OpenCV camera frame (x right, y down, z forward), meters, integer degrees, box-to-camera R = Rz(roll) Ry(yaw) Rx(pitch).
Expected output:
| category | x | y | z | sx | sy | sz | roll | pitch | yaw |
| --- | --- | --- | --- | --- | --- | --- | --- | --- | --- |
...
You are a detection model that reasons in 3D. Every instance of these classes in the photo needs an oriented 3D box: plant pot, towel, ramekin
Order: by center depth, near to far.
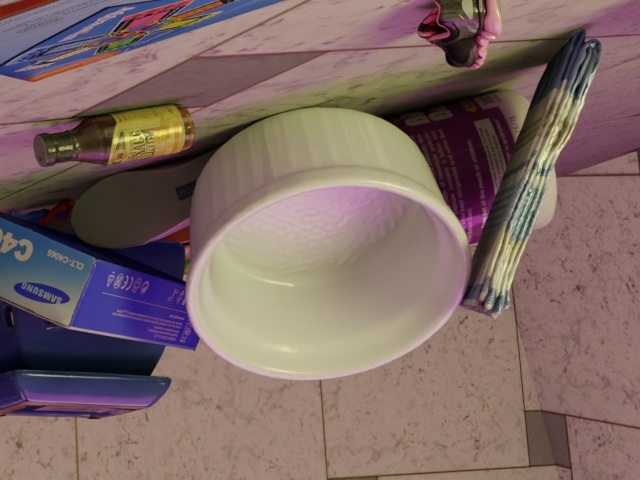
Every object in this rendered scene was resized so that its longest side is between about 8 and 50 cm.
| category | x | y | z | sx | sy | sz | roll | pitch | yaw |
| --- | --- | --- | --- | --- | --- | --- | --- | --- | --- |
| ramekin | 0.000 | 0.000 | 1.384 | 0.277 | 0.135 | 0.277 | -6 | 136 | -6 |
| towel | 0.203 | -0.058 | 1.392 | 0.034 | 0.285 | 0.209 | 21 | 177 | 0 |
| plant pot | -0.318 | 0.113 | 1.772 | 0.236 | 0.212 | 0.236 | 6 | 165 | -30 |

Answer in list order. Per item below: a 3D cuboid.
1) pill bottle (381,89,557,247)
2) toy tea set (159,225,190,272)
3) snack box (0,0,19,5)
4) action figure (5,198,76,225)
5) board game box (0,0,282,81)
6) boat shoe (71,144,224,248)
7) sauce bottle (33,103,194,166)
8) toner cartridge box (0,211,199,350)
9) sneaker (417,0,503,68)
| category | x | y | z | sx | sy | sz | roll | pitch | yaw |
| --- | --- | --- | --- | --- | --- | --- | --- | --- | --- |
| pill bottle | 0.096 | -0.058 | 1.572 | 0.302 | 0.169 | 0.169 | -14 | 177 | -9 |
| toy tea set | -0.067 | -0.022 | 1.807 | 0.336 | 0.124 | 0.200 | -18 | 176 | 40 |
| snack box | -0.114 | -0.128 | 0.561 | 0.141 | 0.037 | 0.100 | -14 | 177 | 3 |
| action figure | -0.308 | -0.025 | 1.539 | 0.115 | 0.030 | 0.038 | -15 | 172 | -27 |
| board game box | -0.057 | -0.140 | 0.717 | 0.281 | 0.027 | 0.145 | -16 | 175 | 14 |
| boat shoe | -0.146 | -0.044 | 1.474 | 0.228 | 0.079 | 0.081 | -18 | 172 | 6 |
| sauce bottle | -0.163 | -0.080 | 1.113 | 0.128 | 0.042 | 0.042 | -15 | 177 | -30 |
| toner cartridge box | -0.246 | 0.044 | 1.481 | 0.165 | 0.075 | 0.348 | 21 | 178 | 17 |
| sneaker | 0.098 | -0.157 | 1.038 | 0.057 | 0.047 | 0.119 | -8 | 169 | -5 |
